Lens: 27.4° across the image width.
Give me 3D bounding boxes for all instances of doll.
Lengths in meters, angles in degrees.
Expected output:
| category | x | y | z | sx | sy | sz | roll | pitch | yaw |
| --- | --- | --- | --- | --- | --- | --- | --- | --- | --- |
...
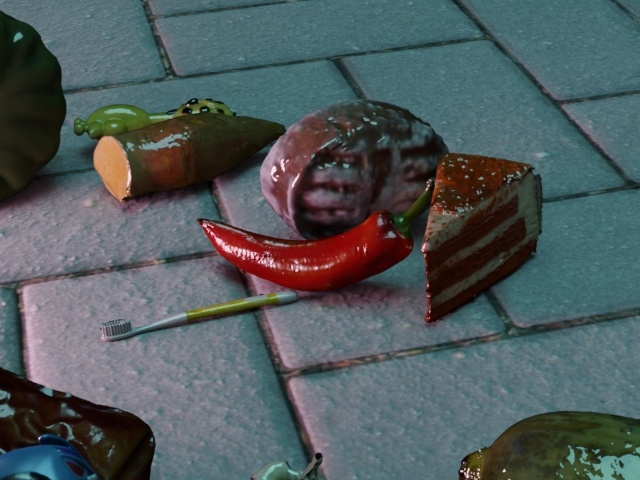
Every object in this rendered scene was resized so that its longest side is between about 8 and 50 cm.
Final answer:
| category | x | y | z | sx | sy | sz | roll | pitch | yaw |
| --- | --- | --- | --- | --- | --- | --- | --- | --- | --- |
| doll | -0.288 | -0.203 | 2.315 | 0.291 | 0.086 | 0.117 | -6 | 17 | -11 |

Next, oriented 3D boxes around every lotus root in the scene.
| category | x | y | z | sx | sy | sz | roll | pitch | yaw |
| --- | --- | --- | --- | --- | --- | --- | --- | --- | --- |
| lotus root | 0.292 | 0.276 | 1.444 | 0.309 | 0.173 | 0.173 | 7 | 32 | 29 |

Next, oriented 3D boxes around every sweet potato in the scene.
| category | x | y | z | sx | sy | sz | roll | pitch | yaw |
| --- | --- | --- | --- | --- | --- | --- | --- | --- | --- |
| sweet potato | -0.205 | -0.157 | 2.202 | 0.337 | 0.131 | 0.131 | -18 | 35 | -21 |

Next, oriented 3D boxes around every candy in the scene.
| category | x | y | z | sx | sy | sz | roll | pitch | yaw |
| --- | --- | --- | --- | --- | --- | --- | --- | --- | --- |
| candy | 0.058 | -0.102 | 2.004 | 0.290 | 0.214 | 0.157 | -14 | 35 | -25 |

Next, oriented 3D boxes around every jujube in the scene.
| category | x | y | z | sx | sy | sz | roll | pitch | yaw |
| --- | --- | --- | --- | --- | --- | --- | --- | --- | --- |
| jujube | -0.356 | 0.240 | 1.494 | 0.342 | 0.216 | 0.216 | 14 | 32 | -2 |

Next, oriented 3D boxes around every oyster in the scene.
| category | x | y | z | sx | sy | sz | roll | pitch | yaw |
| --- | --- | --- | --- | --- | --- | --- | --- | --- | --- |
| oyster | -0.075 | 0.312 | 1.485 | 0.191 | 0.081 | 0.163 | -20 | 8 | 0 |

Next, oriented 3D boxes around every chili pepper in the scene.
| category | x | y | z | sx | sy | sz | roll | pitch | yaw |
| --- | --- | --- | --- | --- | --- | --- | --- | --- | --- |
| chili pepper | -0.003 | 0.007 | 1.895 | 0.369 | 0.137 | 0.092 | -9 | 11 | 17 |

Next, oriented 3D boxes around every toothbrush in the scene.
| category | x | y | z | sx | sy | sz | roll | pitch | yaw |
| --- | --- | --- | --- | --- | --- | --- | --- | --- | --- |
| toothbrush | -0.170 | 0.101 | 1.865 | 0.288 | 0.024 | 0.021 | -11 | 31 | -15 |

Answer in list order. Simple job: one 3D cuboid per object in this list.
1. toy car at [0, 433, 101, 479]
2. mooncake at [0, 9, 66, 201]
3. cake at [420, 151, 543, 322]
| category | x | y | z | sx | sy | sz | roll | pitch | yaw |
| --- | --- | --- | --- | --- | --- | --- | --- | --- | --- |
| toy car | -0.362 | 0.306 | 1.316 | 0.314 | 0.198 | 0.166 | -23 | 53 | -2 |
| mooncake | -0.593 | -0.219 | 2.108 | 0.356 | 0.356 | 0.194 | -22 | 29 | -29 |
| cake | 0.184 | -0.017 | 1.916 | 0.160 | 0.158 | 0.262 | 23 | 40 | 39 |
